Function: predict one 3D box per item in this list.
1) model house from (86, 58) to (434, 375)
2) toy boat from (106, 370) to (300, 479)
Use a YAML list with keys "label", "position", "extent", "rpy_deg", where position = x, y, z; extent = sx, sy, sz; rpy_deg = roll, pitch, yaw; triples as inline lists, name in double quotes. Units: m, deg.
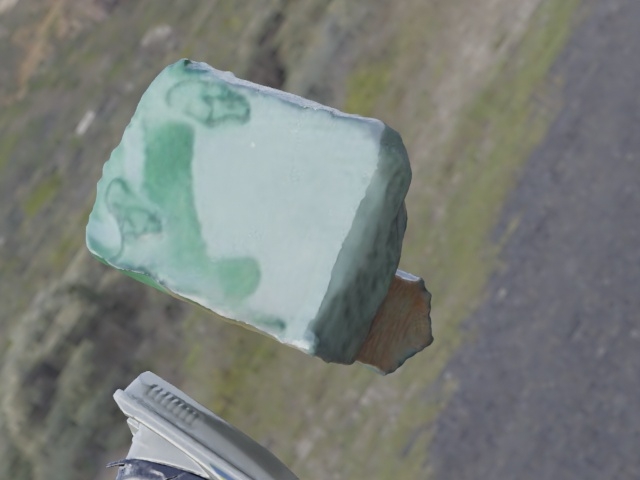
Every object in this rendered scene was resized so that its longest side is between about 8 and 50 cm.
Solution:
- label: "model house"
  position: [0.000, 0.000, 1.613]
  extent: [0.325, 0.267, 0.194]
  rpy_deg: [28, -95, -57]
- label: "toy boat"
  position: [-0.085, 0.236, 1.631]
  extent: [0.141, 0.269, 0.141]
  rpy_deg: [-36, -23, -18]
